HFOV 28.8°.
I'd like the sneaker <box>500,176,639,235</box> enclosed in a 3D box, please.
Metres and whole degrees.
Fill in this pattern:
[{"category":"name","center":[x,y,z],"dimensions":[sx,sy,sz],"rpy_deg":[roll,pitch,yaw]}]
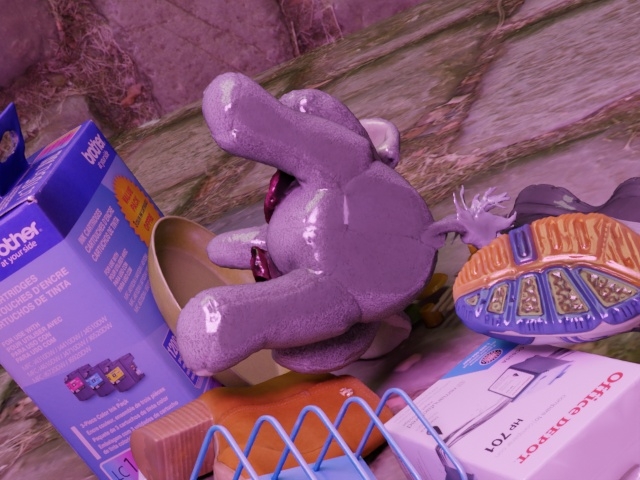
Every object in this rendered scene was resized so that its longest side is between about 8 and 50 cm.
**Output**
[{"category":"sneaker","center":[0.255,0.019,1.170],"dimensions":[0.130,0.109,0.286],"rpy_deg":[-47,17,-19]}]

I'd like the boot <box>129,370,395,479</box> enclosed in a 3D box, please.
[{"category":"boot","center":[-0.007,0.196,1.077],"dimensions":[0.211,0.104,0.295],"rpy_deg":[-17,30,-34]}]

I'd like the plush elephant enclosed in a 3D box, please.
[{"category":"plush elephant","center":[0.000,0.000,1.229],"dimensions":[0.330,0.271,0.255],"rpy_deg":[1,-9,-19]}]

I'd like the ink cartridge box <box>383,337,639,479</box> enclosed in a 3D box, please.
[{"category":"ink cartridge box","center":[0.161,0.152,0.962],"dimensions":[0.140,0.082,0.191],"rpy_deg":[-36,18,-22]}]

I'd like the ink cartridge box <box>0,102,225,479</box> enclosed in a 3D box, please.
[{"category":"ink cartridge box","center":[-0.245,0.048,1.319],"dimensions":[0.151,0.395,0.270],"rpy_deg":[-33,18,14]}]

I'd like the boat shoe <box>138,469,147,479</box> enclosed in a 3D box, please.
[{"category":"boat shoe","center":[-0.122,0.265,1.116],"dimensions":[0.076,0.083,0.226],"rpy_deg":[-2,25,-10]}]

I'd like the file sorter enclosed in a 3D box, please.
[{"category":"file sorter","center":[0.004,0.185,0.896],"dimensions":[0.170,0.104,0.118],"rpy_deg":[-7,44,-36]}]

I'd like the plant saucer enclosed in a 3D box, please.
[{"category":"plant saucer","center":[-0.102,0.079,1.306],"dimensions":[0.037,0.241,0.241],"rpy_deg":[-40,16,16]}]

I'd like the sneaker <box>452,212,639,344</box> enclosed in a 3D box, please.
[{"category":"sneaker","center":[0.258,0.044,0.990],"dimensions":[0.297,0.131,0.111],"rpy_deg":[-11,53,11]}]

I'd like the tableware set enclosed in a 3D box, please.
[{"category":"tableware set","center":[0.147,0.045,1.354],"dimensions":[0.104,0.024,0.154],"rpy_deg":[-13,25,48]}]
